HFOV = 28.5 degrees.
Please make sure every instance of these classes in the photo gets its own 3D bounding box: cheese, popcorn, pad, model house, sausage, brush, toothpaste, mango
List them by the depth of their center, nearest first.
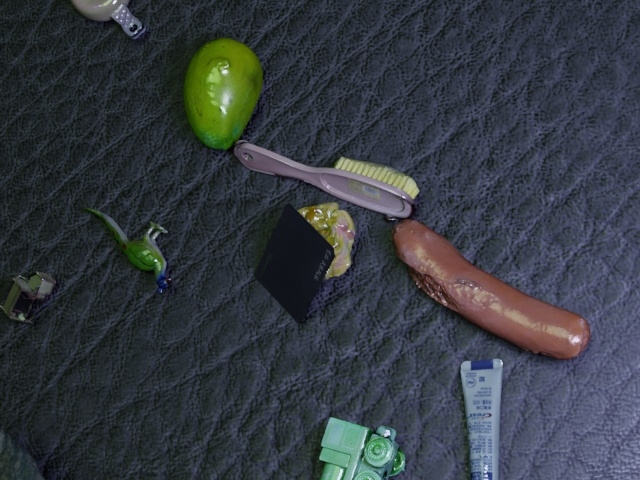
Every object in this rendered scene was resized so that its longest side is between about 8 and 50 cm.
[{"bbox_3d":[0.224,0.267,1.733,0.061,0.037,0.216,-5,67,14],"label":"toothpaste"},{"bbox_3d":[0.228,0.074,1.773,0.326,0.079,0.087,31,93,23],"label":"sausage"},{"bbox_3d":[-0.039,0.034,1.840,0.112,0.003,0.157,45,132,23],"label":"pad"},{"bbox_3d":[0.001,0.002,1.854,0.096,0.089,0.109,-7,96,32],"label":"popcorn"},{"bbox_3d":[0.011,-0.106,1.909,0.312,0.072,0.067,18,55,23],"label":"brush"},{"bbox_3d":[-0.155,-0.231,1.969,0.119,0.100,0.179,5,81,14],"label":"mango"},{"bbox_3d":[-0.461,0.082,1.977,0.058,0.057,0.083,37,105,48],"label":"model house"},{"bbox_3d":[-0.349,-0.402,2.106,0.171,0.047,0.092,26,83,22],"label":"cheese"}]

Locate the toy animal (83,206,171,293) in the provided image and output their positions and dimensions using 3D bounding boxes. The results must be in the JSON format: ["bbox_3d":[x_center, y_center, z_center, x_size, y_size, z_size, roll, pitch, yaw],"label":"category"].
[{"bbox_3d":[-0.285,-0.010,1.963,0.075,0.041,0.217,-45,62,-1],"label":"toy animal"}]

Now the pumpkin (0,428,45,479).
[{"bbox_3d":[-0.550,0.411,1.773,0.327,0.291,0.257,-34,26,16],"label":"pumpkin"}]

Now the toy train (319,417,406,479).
[{"bbox_3d":[0.032,0.368,1.730,0.119,0.085,0.251,13,74,25],"label":"toy train"}]
